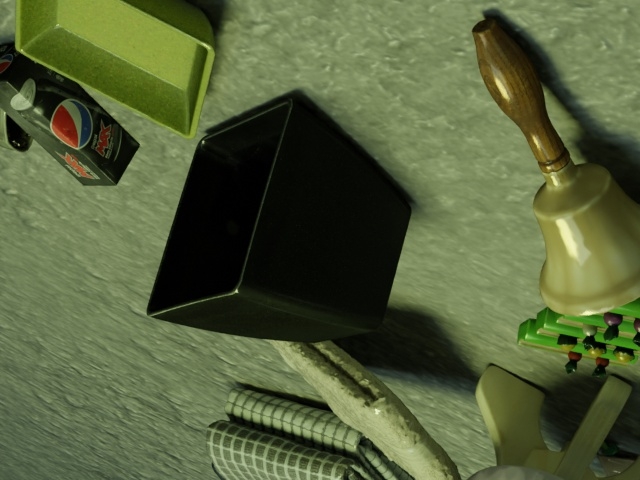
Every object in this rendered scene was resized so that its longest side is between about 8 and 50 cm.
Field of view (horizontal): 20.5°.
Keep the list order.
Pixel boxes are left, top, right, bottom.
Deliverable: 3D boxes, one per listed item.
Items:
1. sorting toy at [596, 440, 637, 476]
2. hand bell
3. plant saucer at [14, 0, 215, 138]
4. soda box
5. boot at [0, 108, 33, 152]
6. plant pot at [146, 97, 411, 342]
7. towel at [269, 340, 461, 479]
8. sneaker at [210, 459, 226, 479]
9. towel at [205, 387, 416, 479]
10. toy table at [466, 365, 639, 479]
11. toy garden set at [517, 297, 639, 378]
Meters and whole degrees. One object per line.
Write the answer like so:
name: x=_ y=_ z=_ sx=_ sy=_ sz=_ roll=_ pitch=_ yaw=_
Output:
sorting toy: x=0.331 y=0.242 z=1.923 sx=0.062 sy=0.012 sz=0.083 roll=9 pitch=150 yaw=31
hand bell: x=0.177 y=-0.069 z=1.375 sx=0.126 sy=0.126 sz=0.242 roll=1 pitch=133 yaw=46
plant saucer: x=-0.176 y=-0.185 z=1.559 sx=0.188 sy=0.045 sz=0.188 roll=27 pitch=157 yaw=1
soda box: x=-0.260 y=-0.124 z=1.762 sx=0.060 sy=0.053 sz=0.169 roll=2 pitch=146 yaw=45
boot: x=-0.396 y=-0.144 z=1.864 sx=0.208 sy=0.076 sz=0.189 roll=17 pitch=157 yaw=8
plant pot: x=-0.027 y=0.004 z=1.632 sx=0.167 sy=0.188 sz=0.187 roll=25 pitch=159 yaw=-24
towel: x=0.027 y=0.160 z=1.923 sx=0.282 sy=0.049 sz=0.187 roll=37 pitch=171 yaw=47
sneaker: x=-0.066 y=0.423 z=2.539 sx=0.282 sy=0.153 sz=0.099 roll=39 pitch=154 yaw=-23
towel: x=0.009 y=0.321 z=2.294 sx=0.235 sy=0.121 sz=0.283 roll=9 pitch=151 yaw=37
toy table: x=0.250 y=0.253 z=1.828 sx=0.252 sy=0.161 sz=0.274 roll=34 pitch=153 yaw=-3
toy garden set: x=0.297 y=0.099 z=1.551 sx=0.204 sy=0.049 sz=0.244 roll=12 pitch=167 yaw=-5
